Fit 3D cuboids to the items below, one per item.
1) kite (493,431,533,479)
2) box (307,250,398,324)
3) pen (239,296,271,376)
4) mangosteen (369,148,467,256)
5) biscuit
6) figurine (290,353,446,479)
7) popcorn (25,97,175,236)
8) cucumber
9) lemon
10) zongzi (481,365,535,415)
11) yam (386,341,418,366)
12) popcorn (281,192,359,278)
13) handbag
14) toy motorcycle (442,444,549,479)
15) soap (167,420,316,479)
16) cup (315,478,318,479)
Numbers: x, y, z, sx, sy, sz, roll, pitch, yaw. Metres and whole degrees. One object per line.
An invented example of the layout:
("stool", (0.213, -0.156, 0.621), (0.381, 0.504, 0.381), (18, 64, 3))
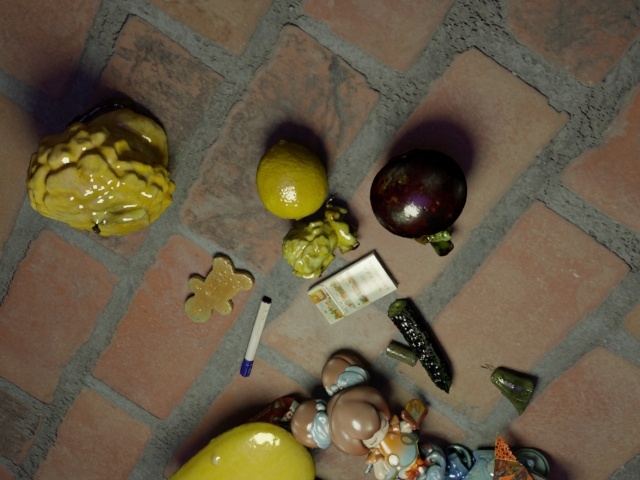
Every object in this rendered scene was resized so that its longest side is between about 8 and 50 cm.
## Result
("kite", (0.503, 0.641, 1.582), (0.125, 0.008, 0.222), (-35, 65, -11))
("box", (0.085, 0.131, 1.610), (0.220, 0.032, 0.122), (-32, 103, 21))
("pen", (-0.189, 0.283, 1.724), (0.033, 0.033, 0.269), (19, 114, 3))
("mangosteen", (0.247, -0.076, 1.395), (0.231, 0.231, 0.289), (-23, 110, 19))
("biscuit", (-0.305, 0.146, 1.694), (0.153, 0.030, 0.234), (40, 113, -5))
("figurine", (0.141, 0.519, 1.632), (0.388, 0.277, 0.248), (44, 155, -21))
("popcorn", (-0.537, -0.183, 1.476), (0.348, 0.349, 0.382), (0, 73, 11))
("cucumber", (0.282, 0.293, 1.616), (0.072, 0.072, 0.300), (-29, 103, 20))
("lemon", (-0.070, -0.148, 1.455), (0.178, 0.178, 0.203), (-7, 108, 14))
("zongzi", (0.499, 0.414, 1.633), (0.154, 0.062, 0.131), (17, 125, 11))
("yam", (0.227, 0.316, 1.650), (0.094, 0.043, 0.043), (23, 114, 3))
("popcorn", (-0.004, 0.001, 1.504), (0.195, 0.168, 0.174), (-28, 83, 14))
("handbag", (-0.132, 0.597, 1.783), (0.298, 0.151, 0.171), (-35, 104, 15))
("toy motorcycle", (0.485, 0.687, 1.642), (0.318, 0.241, 0.182), (-3, 117, 14))
("soap", (-0.218, 0.674, 1.676), (0.427, 0.115, 0.306), (-36, 101, 14))
("cup", (-0.071, 0.880, 1.853), (0.289, 0.219, 0.258), (6, 116, 44))
